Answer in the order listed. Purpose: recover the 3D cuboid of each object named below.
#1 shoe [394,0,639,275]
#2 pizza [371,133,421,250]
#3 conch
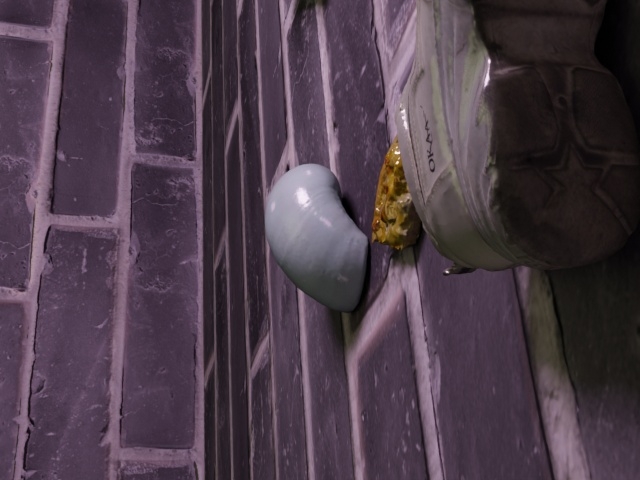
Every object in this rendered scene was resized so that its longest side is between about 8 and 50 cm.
[{"bbox_3d":[0.115,-0.133,0.670,0.210,0.132,0.342,145,124,-69],"label":"shoe"},{"bbox_3d":[0.083,-0.052,0.982,0.099,0.036,0.160,-108,25,-55],"label":"pizza"},{"bbox_3d":[-0.005,0.001,1.216,0.221,0.121,0.185,-114,0,-53],"label":"conch"}]
